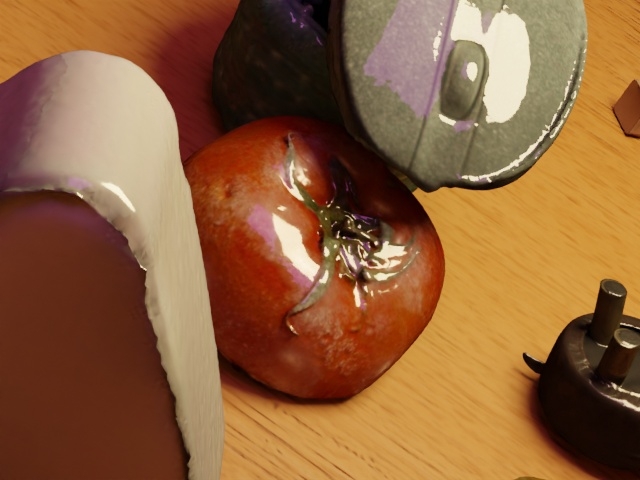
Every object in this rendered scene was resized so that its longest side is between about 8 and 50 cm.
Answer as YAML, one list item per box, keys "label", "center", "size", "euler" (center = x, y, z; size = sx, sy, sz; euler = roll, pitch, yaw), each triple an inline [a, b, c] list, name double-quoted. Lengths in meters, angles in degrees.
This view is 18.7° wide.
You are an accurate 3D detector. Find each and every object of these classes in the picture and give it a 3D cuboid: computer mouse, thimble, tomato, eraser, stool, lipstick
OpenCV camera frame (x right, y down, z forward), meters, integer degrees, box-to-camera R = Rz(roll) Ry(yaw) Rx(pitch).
- label: "computer mouse"
  center: [0.102, -0.190, 1.510]
  size: [0.203, 0.114, 0.374]
  euler: [20, 40, -17]
- label: "thimble"
  center: [0.020, -0.135, 1.601]
  size: [0.198, 0.143, 0.235]
  euler: [-5, 49, -37]
- label: "tomato"
  center: [0.000, 0.000, 1.444]
  size: [0.236, 0.095, 0.237]
  euler: [21, 48, -25]
- label: "eraser"
  center: [-0.175, 0.042, 1.122]
  size: [0.331, 0.331, 0.150]
  euler: [22, 37, -13]
- label: "stool"
  center: [0.264, 0.120, 1.506]
  size: [0.217, 0.121, 0.125]
  euler: [32, 35, 9]
- label: "lipstick"
  center: [0.363, -0.120, 1.909]
  size: [0.145, 0.045, 0.045]
  euler: [8, 44, -29]

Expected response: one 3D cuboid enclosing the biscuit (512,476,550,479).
- label: "biscuit"
  center: [0.225, 0.286, 1.343]
  size: [0.301, 0.049, 0.197]
  euler: [48, 30, 19]
